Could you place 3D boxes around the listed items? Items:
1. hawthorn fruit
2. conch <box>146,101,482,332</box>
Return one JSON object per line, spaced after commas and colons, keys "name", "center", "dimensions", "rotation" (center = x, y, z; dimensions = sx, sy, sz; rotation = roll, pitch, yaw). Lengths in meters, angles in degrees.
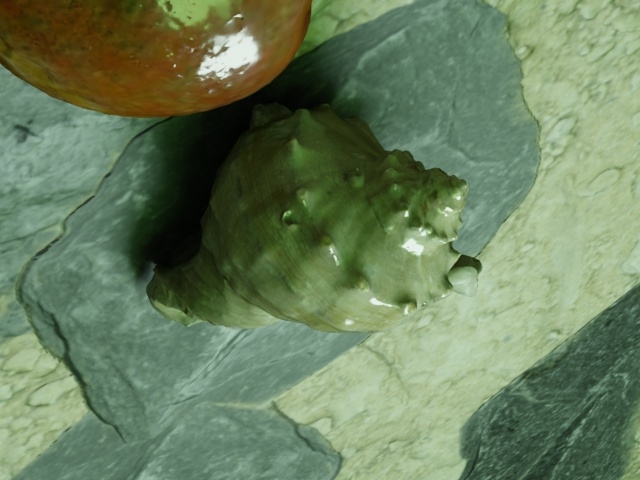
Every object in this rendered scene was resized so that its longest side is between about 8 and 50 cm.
{"name": "hawthorn fruit", "center": [-0.128, -0.221, 1.103], "dimensions": [0.298, 0.277, 0.277], "rotation": [24, 117, -43]}
{"name": "conch", "center": [0.003, -0.011, 1.580], "dimensions": [0.263, 0.324, 0.186], "rotation": [17, 78, -47]}
